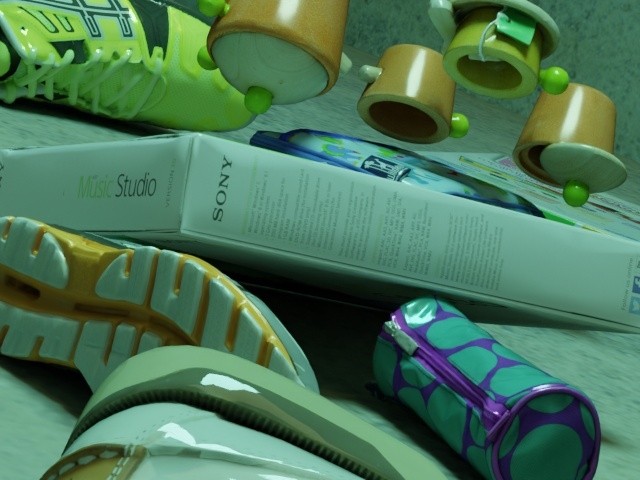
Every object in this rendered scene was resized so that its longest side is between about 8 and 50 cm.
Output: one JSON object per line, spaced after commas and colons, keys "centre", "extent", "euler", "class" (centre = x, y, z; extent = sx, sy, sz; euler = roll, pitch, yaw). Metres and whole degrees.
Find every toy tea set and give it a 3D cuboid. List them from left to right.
{"centre": [0.061, -0.099, 1.372], "extent": [0.336, 0.124, 0.200], "euler": [15, -22, 6], "class": "toy tea set"}

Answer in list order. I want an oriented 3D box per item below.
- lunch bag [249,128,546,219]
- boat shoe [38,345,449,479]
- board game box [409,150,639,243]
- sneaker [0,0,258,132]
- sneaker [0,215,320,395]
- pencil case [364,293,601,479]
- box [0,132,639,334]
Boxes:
{"centre": [0.048, -0.021, 1.402], "extent": [0.176, 0.090, 0.219], "euler": [21, 8, 33], "class": "lunch bag"}
{"centre": [0.058, 0.136, 0.515], "extent": [0.302, 0.113, 0.103], "euler": [21, 30, 2], "class": "boat shoe"}
{"centre": [0.210, -0.012, 1.720], "extent": [0.242, 0.064, 0.316], "euler": [22, 10, 21], "class": "board game box"}
{"centre": [-0.230, -0.161, 1.635], "extent": [0.384, 0.145, 0.147], "euler": [18, 40, -18], "class": "sneaker"}
{"centre": [-0.069, 0.041, 0.844], "extent": [0.215, 0.084, 0.083], "euler": [26, 7, 43], "class": "sneaker"}
{"centre": [0.079, 0.079, 0.954], "extent": [0.070, 0.064, 0.151], "euler": [35, 0, -28], "class": "pencil case"}
{"centre": [0.000, 0.000, 1.098], "extent": [0.322, 0.058, 0.232], "euler": [14, -7, -33], "class": "box"}
